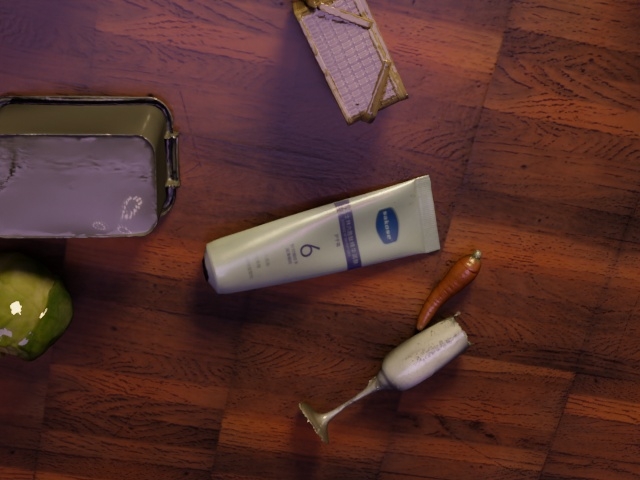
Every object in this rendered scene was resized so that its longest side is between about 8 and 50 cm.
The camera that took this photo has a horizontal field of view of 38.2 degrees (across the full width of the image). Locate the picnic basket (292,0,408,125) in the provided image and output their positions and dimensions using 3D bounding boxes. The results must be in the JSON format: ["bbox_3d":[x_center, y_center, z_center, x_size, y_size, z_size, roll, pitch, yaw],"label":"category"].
[{"bbox_3d":[0.034,-0.228,1.102,0.080,0.115,0.164,-25,111,6],"label":"picnic basket"}]

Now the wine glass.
[{"bbox_3d":[0.099,0.189,1.300,0.262,0.074,0.074,-33,111,5],"label":"wine glass"}]

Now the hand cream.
[{"bbox_3d":[0.000,0.000,1.232,0.321,0.067,0.109,-15,111,-8],"label":"hand cream"}]

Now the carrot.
[{"bbox_3d":[0.177,0.068,1.277,0.035,0.035,0.142,34,107,-17],"label":"carrot"}]

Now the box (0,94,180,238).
[{"bbox_3d":[-0.294,-0.083,1.113,0.244,0.135,0.163,1,111,-6],"label":"box"}]

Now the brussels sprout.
[{"bbox_3d":[-0.399,0.088,1.170,0.183,0.145,0.131,3,149,36],"label":"brussels sprout"}]
